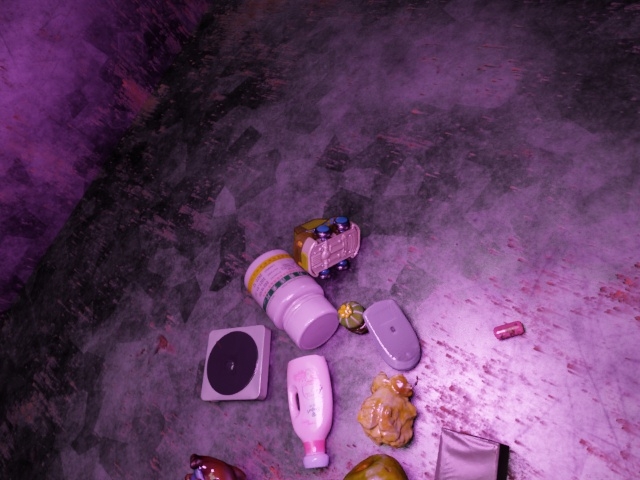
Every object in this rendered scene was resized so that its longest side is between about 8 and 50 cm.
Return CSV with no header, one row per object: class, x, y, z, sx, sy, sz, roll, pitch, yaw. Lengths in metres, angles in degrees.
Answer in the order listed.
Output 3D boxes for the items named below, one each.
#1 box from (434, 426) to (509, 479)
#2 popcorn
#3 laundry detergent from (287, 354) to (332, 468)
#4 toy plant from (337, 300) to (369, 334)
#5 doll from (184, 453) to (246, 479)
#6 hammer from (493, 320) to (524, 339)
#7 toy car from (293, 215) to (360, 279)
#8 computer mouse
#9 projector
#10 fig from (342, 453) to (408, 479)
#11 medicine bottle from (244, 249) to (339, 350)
box,0.382,0.619,1.145,0.148,0.155,0.231,3,70,33
popcorn,0.208,0.496,1.308,0.168,0.173,0.195,35,55,1
laundry detergent,-0.032,0.548,1.447,0.159,0.088,0.335,-20,59,25
toy plant,0.111,0.251,1.465,0.092,0.162,0.093,-12,61,22
doll,-0.322,0.833,1.334,0.209,0.318,0.340,-20,45,-3
hammer,0.544,0.261,1.298,0.083,0.043,0.043,-21,58,17
toy car,0.000,0.000,1.610,0.247,0.204,0.198,-25,39,-31
computer mouse,0.225,0.296,1.408,0.127,0.079,0.231,-20,69,-16
projector,-0.304,0.453,1.648,0.257,0.079,0.259,-10,63,24
fig,0.181,0.727,1.195,0.206,0.206,0.275,-32,77,12
medicine bottle,-0.100,0.205,1.576,0.208,0.208,0.339,-48,54,1
